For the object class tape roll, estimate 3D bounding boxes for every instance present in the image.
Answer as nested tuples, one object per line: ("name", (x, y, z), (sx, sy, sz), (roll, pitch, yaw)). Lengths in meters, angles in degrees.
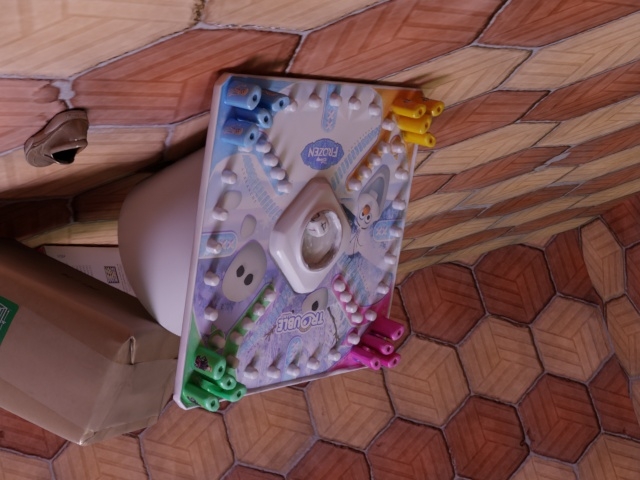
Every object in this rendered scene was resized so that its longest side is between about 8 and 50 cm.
("tape roll", (-0.123, -0.005, 1.494), (0.169, 0.246, 0.246), (-24, 168, 35))

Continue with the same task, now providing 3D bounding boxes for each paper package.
("paper package", (-0.370, 0.125, 1.513), (0.324, 0.168, 0.309), (25, 180, 10))

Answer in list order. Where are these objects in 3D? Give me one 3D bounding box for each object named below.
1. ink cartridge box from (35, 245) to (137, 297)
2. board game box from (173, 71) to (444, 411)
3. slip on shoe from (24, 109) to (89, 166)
("ink cartridge box", (-0.509, 0.116, 1.869), (0.309, 0.130, 0.272), (-22, 168, 27))
("board game box", (0.000, 0.000, 1.388), (0.050, 0.390, 0.390), (18, -166, 38))
("slip on shoe", (-0.293, -0.102, 1.256), (0.051, 0.041, 0.135), (-9, 168, -39))
